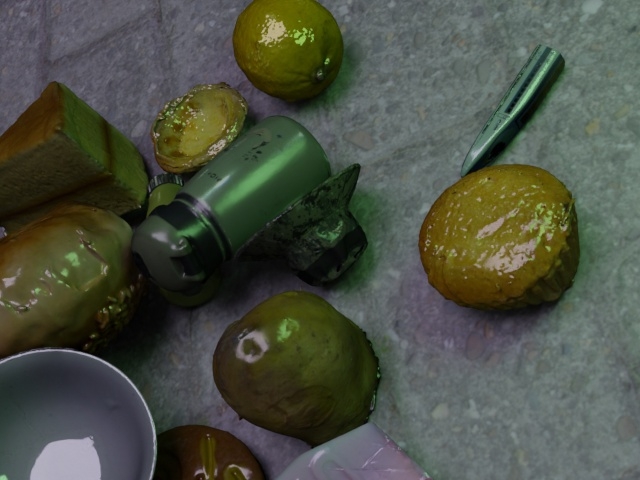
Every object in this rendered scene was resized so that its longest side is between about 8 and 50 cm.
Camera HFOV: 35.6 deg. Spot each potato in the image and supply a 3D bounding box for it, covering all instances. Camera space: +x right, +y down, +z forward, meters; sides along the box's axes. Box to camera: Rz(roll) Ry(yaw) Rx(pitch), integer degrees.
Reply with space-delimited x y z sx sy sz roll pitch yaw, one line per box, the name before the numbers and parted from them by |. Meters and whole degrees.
potato | -0.048 0.174 1.440 0.229 0.266 0.229 -12 59 21

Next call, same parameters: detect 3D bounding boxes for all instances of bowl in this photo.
bowl | -0.407 0.349 1.518 0.345 0.157 0.346 -1 64 2

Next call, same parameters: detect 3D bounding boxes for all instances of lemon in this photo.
lemon | -0.059 -0.354 1.811 0.192 0.192 0.231 -46 50 -1

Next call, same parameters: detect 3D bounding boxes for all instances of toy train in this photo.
toy train | 0.305 -0.195 1.585 0.048 0.055 0.252 29 80 30

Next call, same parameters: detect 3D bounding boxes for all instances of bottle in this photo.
bottle | -0.153 -0.054 1.637 0.347 0.168 0.168 -39 46 -24
bottle | -0.254 -0.010 1.771 0.112 0.112 0.260 -31 50 12

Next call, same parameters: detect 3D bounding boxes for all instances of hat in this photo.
hat | 0.000 0.000 1.586 0.265 0.265 0.128 -38 88 6

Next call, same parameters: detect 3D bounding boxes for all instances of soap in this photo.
soap | -0.001 0.402 1.354 0.324 0.109 0.193 -46 47 -6

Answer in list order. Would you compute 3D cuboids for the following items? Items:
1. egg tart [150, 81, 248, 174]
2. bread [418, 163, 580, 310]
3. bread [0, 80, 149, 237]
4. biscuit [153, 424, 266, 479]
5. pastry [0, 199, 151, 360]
egg tart | -0.223 -0.204 1.886 0.212 0.090 0.213 -14 57 23
bread | 0.259 -0.001 1.435 0.240 0.139 0.240 -15 55 23
bread | -0.535 -0.085 1.898 0.361 0.233 0.245 -39 35 12
biscuit | -0.254 0.464 1.509 0.350 0.070 0.394 8 67 35
pastry | -0.470 0.097 1.697 0.409 0.245 0.409 -29 12 7
